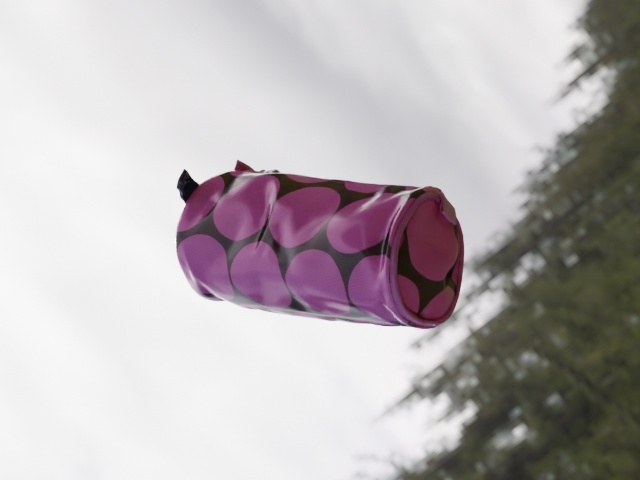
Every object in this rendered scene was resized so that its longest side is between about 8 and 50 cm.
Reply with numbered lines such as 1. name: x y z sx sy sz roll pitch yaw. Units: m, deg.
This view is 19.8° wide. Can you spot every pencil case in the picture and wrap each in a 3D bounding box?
1. pencil case: 0.000 0.000 1.187 0.209 0.098 0.095 9 151 42
